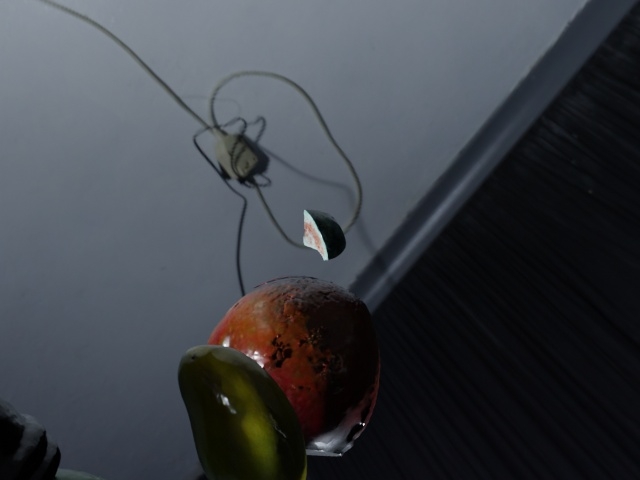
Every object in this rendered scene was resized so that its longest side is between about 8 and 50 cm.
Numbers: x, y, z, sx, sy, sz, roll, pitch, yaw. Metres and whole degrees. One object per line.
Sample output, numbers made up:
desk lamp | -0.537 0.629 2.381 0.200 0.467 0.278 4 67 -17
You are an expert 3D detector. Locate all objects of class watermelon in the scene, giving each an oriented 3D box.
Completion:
watermelon | 0.000 0.000 1.204 0.061 0.085 0.085 -30 139 33

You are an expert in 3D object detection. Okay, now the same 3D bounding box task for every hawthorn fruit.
hawthorn fruit | -0.038 0.212 1.337 0.316 0.316 0.315 -14 128 -19

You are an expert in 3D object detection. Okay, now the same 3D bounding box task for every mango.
mango | -0.081 0.195 0.852 0.086 0.122 0.191 -28 97 -46

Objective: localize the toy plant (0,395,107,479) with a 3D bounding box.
toy plant | -0.315 0.255 0.780 0.218 0.175 0.235 -27 111 -12
